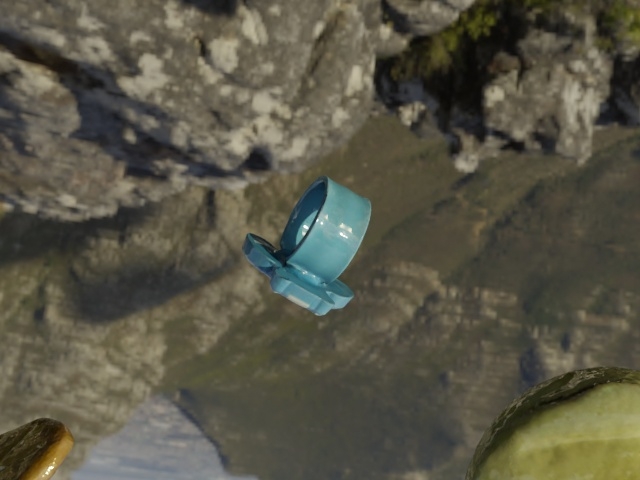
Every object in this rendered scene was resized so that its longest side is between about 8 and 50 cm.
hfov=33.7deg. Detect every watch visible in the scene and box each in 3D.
[{"bbox_3d":[0.000,0.000,1.735,0.211,0.193,0.211,30,-170,-6],"label":"watch"}]

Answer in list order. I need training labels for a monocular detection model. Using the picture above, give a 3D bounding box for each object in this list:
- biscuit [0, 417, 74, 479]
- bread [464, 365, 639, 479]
[{"bbox_3d":[-0.386,0.285,1.239,0.260,0.203,0.041,-30,110,25],"label":"biscuit"},{"bbox_3d":[0.308,0.288,1.147,0.320,0.321,0.237,-2,164,25],"label":"bread"}]
